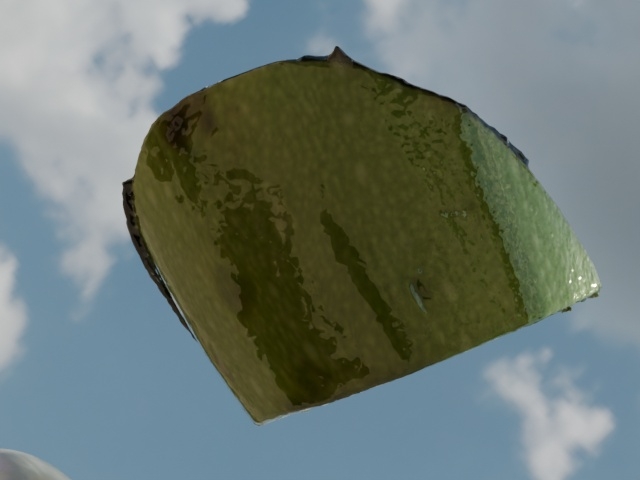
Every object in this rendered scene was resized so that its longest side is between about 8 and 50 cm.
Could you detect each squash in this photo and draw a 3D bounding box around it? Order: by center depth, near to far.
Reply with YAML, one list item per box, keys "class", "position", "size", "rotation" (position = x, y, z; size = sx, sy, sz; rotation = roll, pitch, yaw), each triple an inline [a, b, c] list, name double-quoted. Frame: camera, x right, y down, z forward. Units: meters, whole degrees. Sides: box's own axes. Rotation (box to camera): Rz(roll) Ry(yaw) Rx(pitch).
- class: "squash"
  position: [-0.001, 0.018, 0.824]
  size: [0.192, 0.085, 0.184]
  rotation: [-26, -56, 27]

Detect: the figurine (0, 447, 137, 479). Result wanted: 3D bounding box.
- class: "figurine"
  position: [-0.187, 0.151, 0.750]
  size: [0.189, 0.263, 0.142]
  rotation: [-57, -136, 42]
